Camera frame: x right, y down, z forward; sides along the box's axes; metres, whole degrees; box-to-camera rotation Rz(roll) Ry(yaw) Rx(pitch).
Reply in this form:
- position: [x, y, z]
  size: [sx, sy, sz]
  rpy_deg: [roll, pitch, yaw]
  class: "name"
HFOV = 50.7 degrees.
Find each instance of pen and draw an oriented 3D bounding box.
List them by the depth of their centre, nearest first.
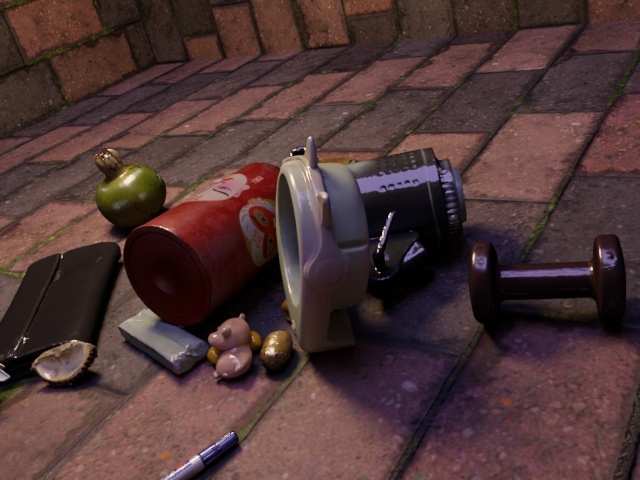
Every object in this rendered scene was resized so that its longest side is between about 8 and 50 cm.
- position: [-0.199, 0.326, 0.923]
  size: [0.204, 0.025, 0.025]
  rpy_deg: [-31, 32, -28]
  class: "pen"

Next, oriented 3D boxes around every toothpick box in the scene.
- position: [-0.189, -0.003, 1.306]
  size: [0.204, 0.204, 0.333]
  rpy_deg: [3, 25, 30]
  class: "toothpick box"

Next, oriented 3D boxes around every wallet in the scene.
- position: [-0.556, 0.135, 1.413]
  size: [0.228, 0.062, 0.406]
  rpy_deg: [-15, 27, 0]
  class: "wallet"

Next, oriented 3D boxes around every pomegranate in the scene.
- position: [-0.509, -0.126, 1.740]
  size: [0.179, 0.210, 0.179]
  rpy_deg: [-36, 39, 36]
  class: "pomegranate"

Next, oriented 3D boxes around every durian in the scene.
- position: [-0.454, 0.223, 1.199]
  size: [0.130, 0.066, 0.052]
  rpy_deg: [-21, 26, 8]
  class: "durian"

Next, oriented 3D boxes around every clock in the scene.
- position: [0.000, 0.000, 1.064]
  size: [0.109, 0.324, 0.265]
  rpy_deg: [-5, 52, -10]
  class: "clock"

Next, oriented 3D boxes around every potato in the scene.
- position: [-0.072, 0.182, 1.114]
  size: [0.051, 0.040, 0.083]
  rpy_deg: [7, 33, 13]
  class: "potato"

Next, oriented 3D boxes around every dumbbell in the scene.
- position: [0.343, 0.062, 1.029]
  size: [0.225, 0.124, 0.140]
  rpy_deg: [-3, -14, 19]
  class: "dumbbell"

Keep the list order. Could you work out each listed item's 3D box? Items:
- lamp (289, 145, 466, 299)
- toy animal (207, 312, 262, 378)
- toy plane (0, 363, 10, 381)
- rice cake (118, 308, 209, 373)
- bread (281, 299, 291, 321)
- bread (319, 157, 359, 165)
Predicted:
- position: [0.138, -0.068, 1.293]
  size: [0.272, 0.205, 0.374]
  rpy_deg: [-24, 45, -7]
  class: "lamp"
- position: [-0.156, 0.173, 1.126]
  size: [0.091, 0.082, 0.114]
  rpy_deg: [-7, 29, 17]
  class: "toy animal"
- position: [-0.668, 0.266, 1.155]
  size: [0.255, 0.101, 0.251]
  rpy_deg: [-36, 58, -13]
  class: "toy plane"
- position: [-0.285, 0.178, 1.225]
  size: [0.080, 0.042, 0.222]
  rpy_deg: [-28, 29, -33]
  class: "rice cake"
- position: [-0.018, 0.108, 1.217]
  size: [0.103, 0.049, 0.062]
  rpy_deg: [-31, 32, -26]
  class: "bread"
- position: [0.012, -0.157, 1.666]
  size: [0.232, 0.088, 0.128]
  rpy_deg: [3, 24, 40]
  class: "bread"
